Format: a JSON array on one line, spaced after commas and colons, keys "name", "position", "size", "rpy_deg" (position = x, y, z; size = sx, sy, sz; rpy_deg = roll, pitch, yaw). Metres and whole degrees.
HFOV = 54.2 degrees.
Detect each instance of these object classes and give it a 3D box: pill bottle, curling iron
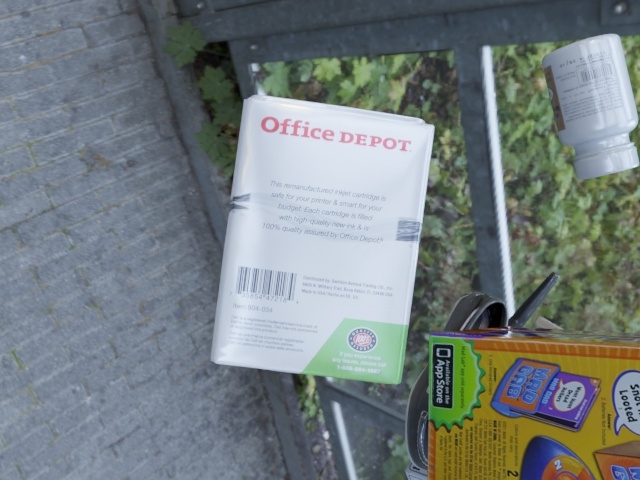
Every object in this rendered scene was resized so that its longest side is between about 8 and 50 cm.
[{"name": "pill bottle", "position": [0.479, -0.230, 1.099], "size": [0.131, 0.131, 0.230], "rpy_deg": [-16, 93, -38]}, {"name": "curling iron", "position": [0.388, 0.179, 1.238], "size": [0.035, 0.068, 0.274], "rpy_deg": [32, 96, -27]}]

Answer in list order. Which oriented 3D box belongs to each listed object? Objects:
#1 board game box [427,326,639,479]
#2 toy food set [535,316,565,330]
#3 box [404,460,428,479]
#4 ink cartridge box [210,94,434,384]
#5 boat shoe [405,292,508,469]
[{"name": "board game box", "position": [0.363, 0.297, 0.780], "size": [0.356, 0.356, 0.357], "rpy_deg": [10, 80, -57]}, {"name": "toy food set", "position": [0.414, 0.248, 1.175], "size": [0.192, 0.132, 0.038], "rpy_deg": [-67, 168, 20]}, {"name": "box", "position": [0.287, 0.528, 1.220], "size": [0.087, 0.169, 0.290], "rpy_deg": [-48, 129, -36]}, {"name": "ink cartridge box", "position": [0.000, 0.000, 0.680], "size": [0.198, 0.115, 0.273], "rpy_deg": [8, 90, -3]}, {"name": "boat shoe", "position": [0.244, 0.247, 1.114], "size": [0.112, 0.095, 0.335], "rpy_deg": [26, 76, -13]}]
